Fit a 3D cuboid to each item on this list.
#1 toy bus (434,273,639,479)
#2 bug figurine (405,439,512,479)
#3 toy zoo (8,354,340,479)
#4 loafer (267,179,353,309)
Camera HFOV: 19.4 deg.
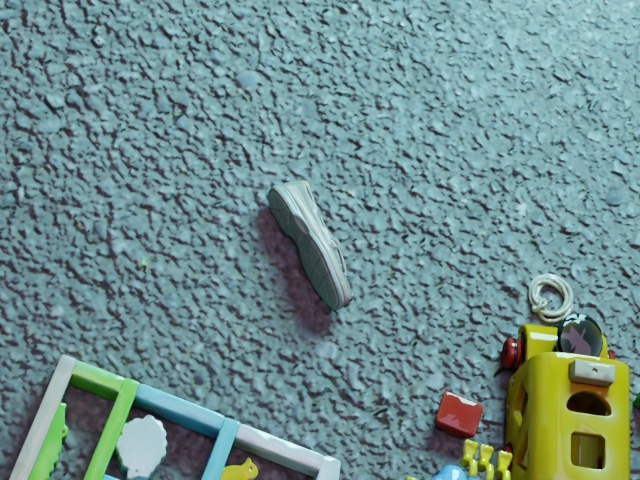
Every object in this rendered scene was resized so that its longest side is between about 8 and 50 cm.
[{"bbox_3d":[0.214,0.132,1.583,0.191,0.104,0.202,-37,80,-24],"label":"toy bus"},{"bbox_3d":[0.143,0.307,1.462,0.216,0.072,0.279,15,87,-15],"label":"bug figurine"},{"bbox_3d":[-0.108,0.230,1.507,0.293,0.030,0.192,22,65,-3],"label":"toy zoo"},{"bbox_3d":[0.000,0.000,1.623,0.039,0.045,0.125,-22,71,-27],"label":"loafer"}]
